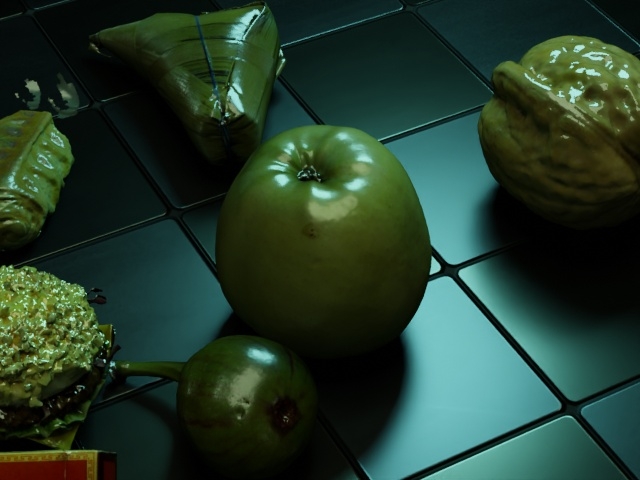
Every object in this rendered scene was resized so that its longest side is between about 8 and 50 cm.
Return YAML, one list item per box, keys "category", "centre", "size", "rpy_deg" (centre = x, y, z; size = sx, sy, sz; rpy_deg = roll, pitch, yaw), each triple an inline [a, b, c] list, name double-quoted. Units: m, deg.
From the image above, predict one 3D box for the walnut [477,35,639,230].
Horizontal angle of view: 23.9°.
- category: "walnut"
  centre: [0.314, -0.136, 1.868]
  size: [0.224, 0.257, 0.257]
  rpy_deg: [-51, 56, 2]

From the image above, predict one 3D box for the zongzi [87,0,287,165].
- category: "zongzi"
  centre: [-0.204, -0.203, 2.009]
  size: [0.289, 0.123, 0.260]
  rpy_deg: [-2, 45, 12]

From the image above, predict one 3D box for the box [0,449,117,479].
- category: "box"
  centre: [-0.316, 0.278, 1.442]
  size: [0.240, 0.074, 0.153]
  rpy_deg: [-3, 75, 8]

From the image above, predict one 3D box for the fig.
- category: "fig"
  centre: [-0.115, 0.169, 1.628]
  size: [0.151, 0.151, 0.259]
  rpy_deg: [-34, 26, -32]

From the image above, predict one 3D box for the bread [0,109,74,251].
- category: "bread"
  centre: [-0.386, -0.085, 1.897]
  size: [0.128, 0.088, 0.232]
  rpy_deg: [10, 38, -2]

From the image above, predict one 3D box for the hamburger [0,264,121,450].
- category: "hamburger"
  centre: [-0.336, 0.109, 1.621]
  size: [0.243, 0.138, 0.261]
  rpy_deg: [10, 31, -1]

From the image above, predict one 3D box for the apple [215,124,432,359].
- category: "apple"
  centre: [0.000, 0.000, 1.707]
  size: [0.262, 0.262, 0.262]
  rpy_deg: [1, 43, -1]

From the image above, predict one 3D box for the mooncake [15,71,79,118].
- category: "mooncake"
  centre: [-0.418, -0.062, 1.781]
  size: [0.347, 0.057, 0.150]
  rpy_deg: [-33, 77, -6]
